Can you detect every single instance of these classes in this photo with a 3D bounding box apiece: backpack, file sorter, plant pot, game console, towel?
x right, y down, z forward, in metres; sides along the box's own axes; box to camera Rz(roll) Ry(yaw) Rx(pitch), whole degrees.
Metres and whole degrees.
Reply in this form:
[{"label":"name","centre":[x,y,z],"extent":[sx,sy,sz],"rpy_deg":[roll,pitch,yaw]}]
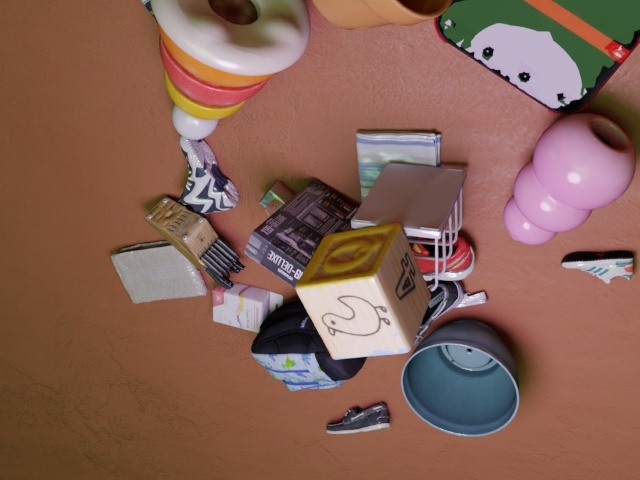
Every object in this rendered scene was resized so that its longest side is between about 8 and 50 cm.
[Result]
[{"label":"backpack","centre":[-0.026,0.272,2.019],"extent":[0.355,0.290,0.273],"rpy_deg":[-5,132,32]},{"label":"file sorter","centre":[0.207,-0.032,1.688],"extent":[0.192,0.278,0.173],"rpy_deg":[7,124,20]},{"label":"plant pot","centre":[0.102,-0.548,1.480],"extent":[0.203,0.291,0.291],"rpy_deg":[-12,115,45]},{"label":"game console","centre":[0.453,-0.468,1.502],"extent":[0.386,0.060,0.342],"rpy_deg":[33,125,1]},{"label":"plant pot","centre":[0.373,0.326,1.923],"extent":[0.292,0.196,0.293],"rpy_deg":[11,123,17]},{"label":"towel","centre":[0.193,-0.134,1.824],"extent":[0.209,0.034,0.285],"rpy_deg":[6,121,21]},{"label":"towel","centre":[-0.482,0.095,2.236],"extent":[0.282,0.049,0.187],"rpy_deg":[-7,117,25]}]

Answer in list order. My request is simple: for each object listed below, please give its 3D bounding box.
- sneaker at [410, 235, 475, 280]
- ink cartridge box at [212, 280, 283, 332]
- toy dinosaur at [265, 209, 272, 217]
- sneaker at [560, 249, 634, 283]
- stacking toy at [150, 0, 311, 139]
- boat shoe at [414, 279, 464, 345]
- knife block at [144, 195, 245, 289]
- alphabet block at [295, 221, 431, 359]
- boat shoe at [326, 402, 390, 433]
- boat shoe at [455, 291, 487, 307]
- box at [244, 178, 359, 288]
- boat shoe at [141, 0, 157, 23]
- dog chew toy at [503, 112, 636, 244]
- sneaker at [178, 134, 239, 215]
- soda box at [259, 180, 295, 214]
[{"label":"sneaker","centre":[0.240,0.038,1.854],"extent":[0.278,0.107,0.118],"rpy_deg":[-10,134,16]},{"label":"ink cartridge box","centre":[-0.211,0.196,2.169],"extent":[0.198,0.067,0.115],"rpy_deg":[12,122,16]},{"label":"toy dinosaur","centre":[-0.084,-0.015,2.011],"extent":[0.183,0.053,0.093],"rpy_deg":[32,111,-7]},{"label":"sneaker","centre":[0.646,0.068,1.740],"extent":[0.161,0.057,0.075],"rpy_deg":[-4,112,21]},{"label":"stacking toy","centre":[-0.255,-0.405,1.739],"extent":[0.350,0.351,0.480],"rpy_deg":[37,145,-1]},{"label":"boat shoe","centre":[0.240,0.205,1.942],"extent":[0.306,0.104,0.113],"rpy_deg":[-39,72,35]},{"label":"knife block","centre":[-0.340,0.020,2.095],"extent":[0.275,0.088,0.242],"rpy_deg":[27,156,36]},{"label":"alphabet block","centre":[0.093,0.104,1.537],"extent":[0.192,0.193,0.197],"rpy_deg":[-12,120,29]},{"label":"boat shoe","centre":[0.111,0.541,2.251],"extent":[0.233,0.084,0.079],"rpy_deg":[-22,71,38]},{"label":"boat shoe","centre":[0.378,0.150,1.920],"extent":[0.100,0.035,0.035],"rpy_deg":[-14,86,33]},{"label":"box","centre":[0.000,0.000,1.799],"extent":[0.242,0.307,0.077],"rpy_deg":[34,130,9]},{"label":"boat shoe","centre":[-0.341,-0.580,1.766],"extent":[0.183,0.065,0.083],"rpy_deg":[-19,112,38]},{"label":"dog chew toy","centre":[0.515,-0.113,1.608],"extent":[0.206,0.207,0.332],"rpy_deg":[33,134,1]},{"label":"sneaker","centre":[-0.339,-0.163,1.989],"extent":[0.153,0.094,0.235],"rpy_deg":[-23,120,24]},{"label":"soda box","centre":[-0.068,-0.070,1.953],"extent":[0.183,0.063,0.058],"rpy_deg":[40,127,-4]}]
